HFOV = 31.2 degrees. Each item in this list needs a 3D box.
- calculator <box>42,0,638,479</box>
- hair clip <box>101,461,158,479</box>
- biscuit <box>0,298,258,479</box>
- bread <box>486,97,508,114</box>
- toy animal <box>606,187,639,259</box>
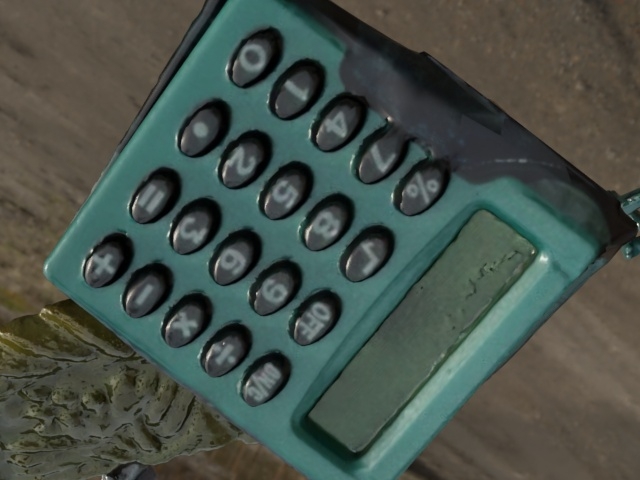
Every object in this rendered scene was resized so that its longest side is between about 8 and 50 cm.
[{"bbox_3d":[0.000,0.000,0.659,0.274,0.248,0.058,37,-163,-4],"label":"calculator"},{"bbox_3d":[-0.244,0.313,1.224,0.052,0.195,0.124,31,-173,13],"label":"hair clip"},{"bbox_3d":[-0.149,0.104,0.784,0.273,0.036,0.187,-11,137,-4],"label":"biscuit"},{"bbox_3d":[0.174,-0.138,1.305,0.049,0.062,0.103,21,-157,-30],"label":"bread"},{"bbox_3d":[0.294,-0.063,0.826,0.103,0.100,0.208,10,137,-46],"label":"toy animal"}]
